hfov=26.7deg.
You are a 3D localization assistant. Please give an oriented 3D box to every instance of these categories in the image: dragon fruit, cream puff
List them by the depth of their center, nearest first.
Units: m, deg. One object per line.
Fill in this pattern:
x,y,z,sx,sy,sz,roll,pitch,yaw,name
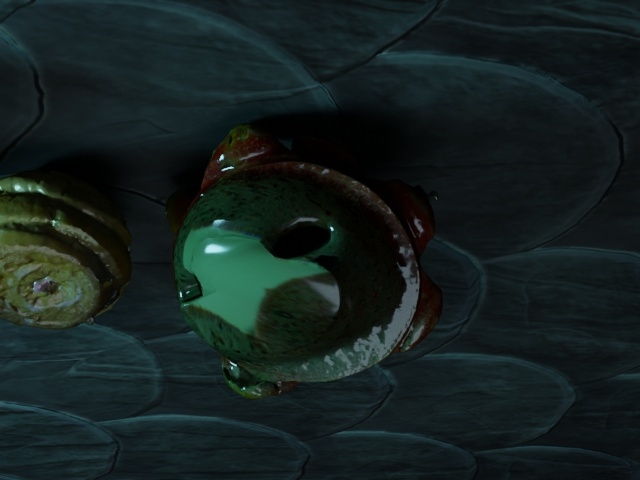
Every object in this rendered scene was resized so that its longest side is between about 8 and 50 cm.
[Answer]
-0.029,0.022,1.289,0.295,0.130,0.268,12,124,19,dragon fruit
-0.266,0.003,1.331,0.189,0.130,0.189,1,144,0,cream puff
